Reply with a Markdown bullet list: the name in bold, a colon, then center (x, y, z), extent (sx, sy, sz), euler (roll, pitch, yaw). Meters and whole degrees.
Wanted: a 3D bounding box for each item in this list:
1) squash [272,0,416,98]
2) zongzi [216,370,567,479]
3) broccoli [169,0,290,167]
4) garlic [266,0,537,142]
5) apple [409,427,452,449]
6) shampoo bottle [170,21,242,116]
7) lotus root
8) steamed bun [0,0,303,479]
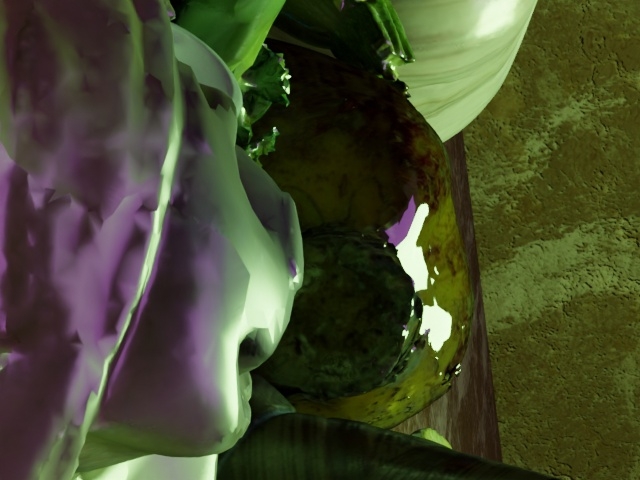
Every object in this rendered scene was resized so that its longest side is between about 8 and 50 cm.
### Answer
- **squash**: center (-0.053, -0.213, 1.073), extent (0.341, 0.094, 0.094), euler (58, 8, 7)
- **zongzi**: center (-0.004, 0.194, 0.800), extent (0.138, 0.300, 0.286), euler (-29, 118, -54)
- **broccoli**: center (-0.057, -0.141, 0.781), extent (0.254, 0.269, 0.269), euler (-42, 130, -47)
- **garlic**: center (0.014, -0.211, 1.267), extent (0.317, 0.259, 0.317), euler (169, -90, -73)
- **apple**: center (0.097, 0.291, 1.837), extent (0.265, 0.120, 0.193), euler (-81, 150, -63)
- **shampoo bottle**: center (-0.107, -0.001, 0.735), extent (0.056, 0.195, 0.056), euler (31, 29, -19)
- **lotus root**: center (-0.018, -0.006, 0.997), extent (0.196, 0.179, 0.397), euler (61, -2, -16)
- **steamed bun**: center (-0.106, 0.031, 0.580), extent (0.268, 0.207, 0.280), euler (-71, 155, -68)
